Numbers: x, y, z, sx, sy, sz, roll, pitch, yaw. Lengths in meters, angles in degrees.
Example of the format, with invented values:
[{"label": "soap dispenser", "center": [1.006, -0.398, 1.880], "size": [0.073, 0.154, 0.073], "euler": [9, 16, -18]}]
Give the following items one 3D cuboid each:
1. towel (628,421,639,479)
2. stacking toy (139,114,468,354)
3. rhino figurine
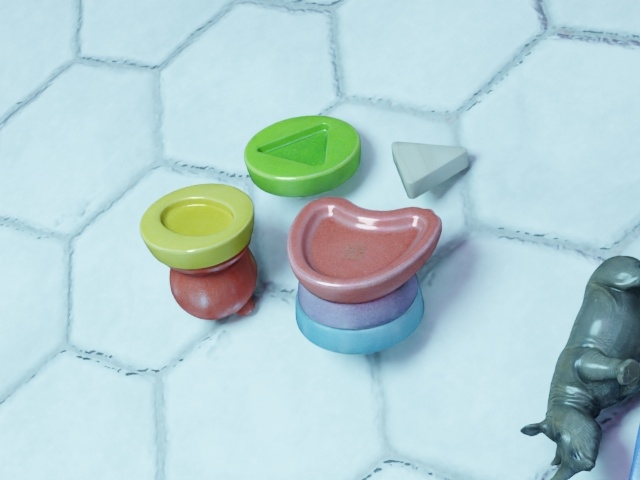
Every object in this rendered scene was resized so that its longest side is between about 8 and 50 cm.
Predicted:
[{"label": "towel", "center": [0.390, 0.214, 0.927], "size": [0.285, 0.034, 0.209], "euler": [6, 64, 29]}, {"label": "stacking toy", "center": [0.000, 0.000, 1.229], "size": [0.309, 0.130, 0.279], "euler": [15, 42, 29]}, {"label": "rhino figurine", "center": [0.253, 0.114, 1.021], "size": [0.106, 0.073, 0.243], "euler": [2, 59, 59]}]
